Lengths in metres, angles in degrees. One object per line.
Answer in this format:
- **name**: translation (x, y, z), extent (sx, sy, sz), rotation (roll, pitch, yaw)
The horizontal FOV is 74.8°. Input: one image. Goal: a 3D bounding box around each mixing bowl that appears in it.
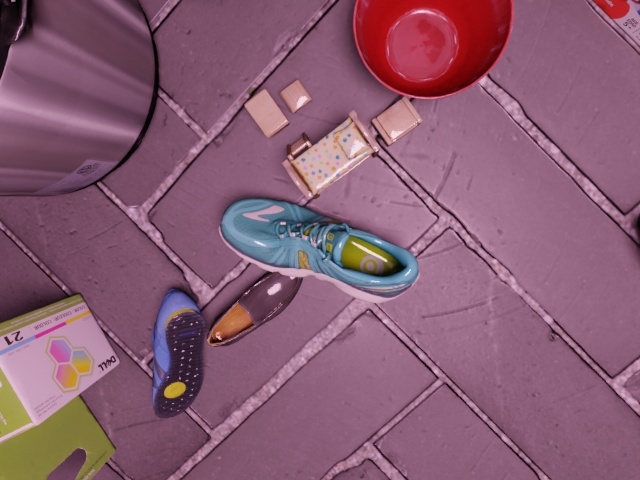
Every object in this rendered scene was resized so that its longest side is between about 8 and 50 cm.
- **mixing bowl**: translation (0.134, -0.260, 0.528), extent (0.182, 0.098, 0.181), rotation (1, 96, 6)

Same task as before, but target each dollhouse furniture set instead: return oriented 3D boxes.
- **dollhouse furniture set**: translation (0.015, -0.170, 0.548), extent (0.182, 0.101, 0.160), rotation (-36, 92, 8)

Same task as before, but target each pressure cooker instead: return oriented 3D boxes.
- **pressure cooker**: translation (-0.413, -0.225, 0.425), extent (0.376, 0.420, 0.369), rotation (24, 99, 3)

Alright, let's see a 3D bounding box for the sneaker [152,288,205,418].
- **sneaker**: translation (-0.221, 0.172, 0.637), extent (0.069, 0.082, 0.209), rotation (-3, 116, -35)

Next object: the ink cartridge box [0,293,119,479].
- **ink cartridge box**: translation (-0.366, 0.226, 0.588), extent (0.097, 0.189, 0.255), rotation (-28, 94, 6)

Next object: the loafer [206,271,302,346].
- **loafer**: translation (-0.095, 0.100, 0.609), extent (0.170, 0.061, 0.062), rotation (-44, 89, 8)

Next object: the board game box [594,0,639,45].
- **board game box**: translation (0.470, -0.231, 0.396), extent (0.308, 0.302, 0.086), rotation (44, 99, 0)

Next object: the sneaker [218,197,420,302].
- **sneaker**: translation (0.000, 0.000, 0.556), extent (0.276, 0.110, 0.106), rotation (17, 75, 1)
